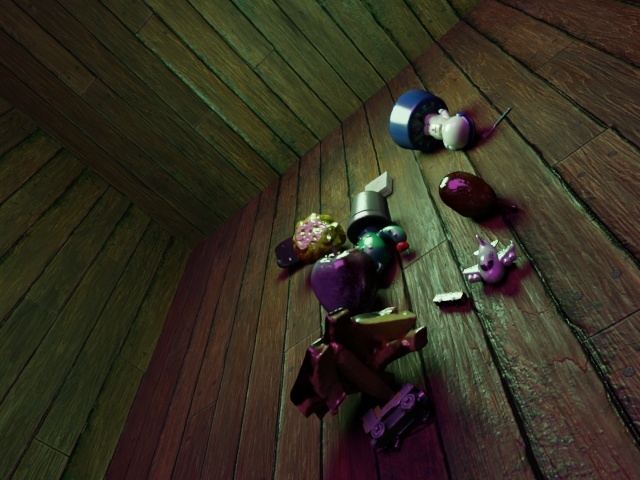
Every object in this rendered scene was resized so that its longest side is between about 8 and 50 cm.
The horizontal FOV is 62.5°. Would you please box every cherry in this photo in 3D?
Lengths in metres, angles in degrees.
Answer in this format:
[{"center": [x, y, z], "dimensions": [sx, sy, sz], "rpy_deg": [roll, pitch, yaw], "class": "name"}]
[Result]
[{"center": [0.085, 0.146, 1.887], "dimensions": [0.255, 0.218, 0.296], "rpy_deg": [-17, 80, 41], "class": "cherry"}]

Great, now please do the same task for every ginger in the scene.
[{"center": [0.115, 0.356, 1.465], "dimensions": [0.211, 0.358, 0.413], "rpy_deg": [35, 92, 32], "class": "ginger"}]

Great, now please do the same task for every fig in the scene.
[{"center": [0.527, -0.139, 1.758], "dimensions": [0.274, 0.170, 0.145], "rpy_deg": [28, 94, 47], "class": "fig"}]

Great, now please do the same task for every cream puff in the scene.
[{"center": [-0.009, -0.004, 2.356], "dimensions": [0.244, 0.244, 0.196], "rpy_deg": [-57, -3, -24], "class": "cream puff"}]

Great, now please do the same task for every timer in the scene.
[{"center": [0.507, -0.486, 2.260], "dimensions": [0.270, 0.270, 0.383], "rpy_deg": [-49, 38, -4], "class": "timer"}]

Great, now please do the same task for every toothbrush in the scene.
[{"center": [0.710, -0.475, 2.123], "dimensions": [0.167, 0.014, 0.011], "rpy_deg": [-48, 14, -3], "class": "toothbrush"}]

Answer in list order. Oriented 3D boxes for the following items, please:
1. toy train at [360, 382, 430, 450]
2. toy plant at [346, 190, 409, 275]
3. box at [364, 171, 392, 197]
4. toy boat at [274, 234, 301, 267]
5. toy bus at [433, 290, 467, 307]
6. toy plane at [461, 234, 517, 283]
[{"center": [0.201, 0.461, 1.405], "dimensions": [0.200, 0.083, 0.132], "rpy_deg": [-44, 20, 4], "class": "toy train"}, {"center": [0.205, -0.021, 2.062], "dimensions": [0.279, 0.185, 0.400], "rpy_deg": [-16, 42, 18], "class": "toy plant"}, {"center": [0.270, -0.237, 2.454], "dimensions": [0.130, 0.051, 0.129], "rpy_deg": [-33, 27, 29], "class": "box"}, {"center": [-0.081, 0.039, 2.569], "dimensions": [0.299, 0.092, 0.134], "rpy_deg": [-24, 65, 29], "class": "toy boat"}, {"center": [0.393, 0.177, 1.596], "dimensions": [0.110, 0.031, 0.043], "rpy_deg": [-16, 31, 51], "class": "toy bus"}, {"center": [0.495, 0.057, 1.552], "dimensions": [0.174, 0.080, 0.174], "rpy_deg": [-37, 27, 23], "class": "toy plane"}]
